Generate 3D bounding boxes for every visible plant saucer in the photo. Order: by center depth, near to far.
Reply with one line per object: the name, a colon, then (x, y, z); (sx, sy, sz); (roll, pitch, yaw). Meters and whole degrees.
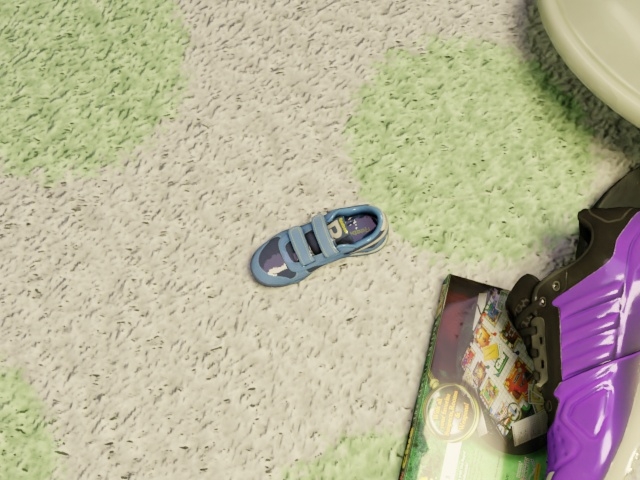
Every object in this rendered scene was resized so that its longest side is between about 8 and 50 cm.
plant saucer: (0.425, -0.240, 0.719); (0.400, 0.101, 0.401); (5, 56, -7)

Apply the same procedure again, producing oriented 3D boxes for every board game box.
board game box: (0.152, 0.171, 0.656); (0.136, 0.030, 0.260); (17, 71, -1)

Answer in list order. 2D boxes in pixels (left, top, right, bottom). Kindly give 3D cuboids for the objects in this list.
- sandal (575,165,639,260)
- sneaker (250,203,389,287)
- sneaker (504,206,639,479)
sandal: (0.435, -0.057, 0.709); (0.445, 0.107, 0.168); (-33, 76, -13)
sneaker: (0.000, 0.000, 0.683); (0.144, 0.059, 0.053); (-22, 77, -10)
sneaker: (0.224, 0.102, 0.625); (0.146, 0.102, 0.293); (21, 81, 24)
